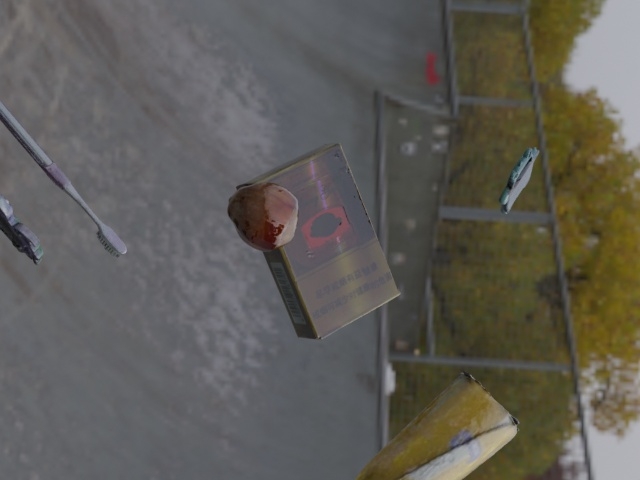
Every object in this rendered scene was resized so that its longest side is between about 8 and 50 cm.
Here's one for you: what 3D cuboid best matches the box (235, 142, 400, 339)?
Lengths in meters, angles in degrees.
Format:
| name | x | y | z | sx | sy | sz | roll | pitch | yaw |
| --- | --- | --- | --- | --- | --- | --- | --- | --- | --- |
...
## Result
| name | x | y | z | sx | sy | sz | roll | pitch | yaw |
| --- | --- | --- | --- | --- | --- | --- | --- | --- | --- |
| box | 0.000 | 0.000 | 1.750 | 0.071 | 0.159 | 0.240 | 0 | -66 | 63 |

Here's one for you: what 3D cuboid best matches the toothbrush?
| name | x | y | z | sx | sy | sz | roll | pitch | yaw |
| --- | --- | --- | --- | --- | --- | --- | --- | --- | --- |
| toothbrush | -0.430 | -0.110 | 1.975 | 0.024 | 0.354 | 0.029 | -42 | -177 | -42 |

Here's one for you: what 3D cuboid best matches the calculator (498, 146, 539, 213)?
| name | x | y | z | sx | sy | sz | roll | pitch | yaw |
| --- | --- | --- | --- | --- | --- | --- | --- | --- | --- |
| calculator | 0.275 | -0.085 | 1.734 | 0.094 | 0.019 | 0.141 | -55 | 167 | -12 |

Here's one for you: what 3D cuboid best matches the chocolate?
| name | x | y | z | sx | sy | sz | roll | pitch | yaw |
| --- | --- | --- | --- | --- | --- | --- | --- | --- | --- |
| chocolate | 0.083 | 0.223 | 1.167 | 0.219 | 0.085 | 0.085 | -41 | 170 | -9 |

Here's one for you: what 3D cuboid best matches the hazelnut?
| name | x | y | z | sx | sy | sz | roll | pitch | yaw |
| --- | --- | --- | --- | --- | --- | --- | --- | --- | --- |
| hazelnut | -0.064 | -0.027 | 1.366 | 0.086 | 0.086 | 0.086 | -176 | -90 | -89 |

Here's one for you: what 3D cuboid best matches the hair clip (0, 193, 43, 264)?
| name | x | y | z | sx | sy | sz | roll | pitch | yaw |
| --- | --- | --- | --- | --- | --- | --- | --- | --- | --- |
| hair clip | -0.441 | -0.038 | 1.646 | 0.052 | 0.195 | 0.124 | -47 | -167 | -14 |
